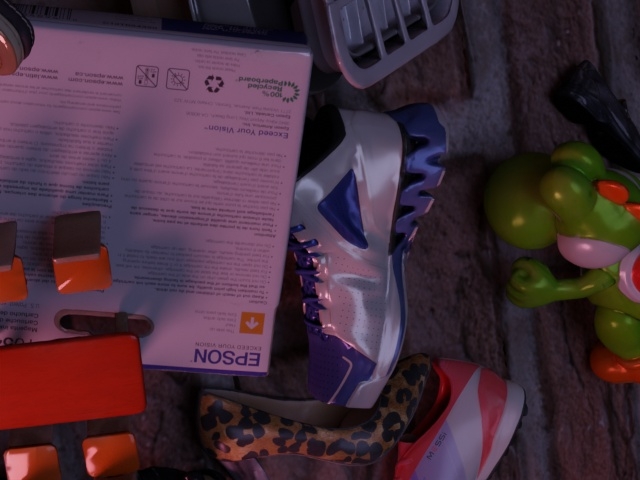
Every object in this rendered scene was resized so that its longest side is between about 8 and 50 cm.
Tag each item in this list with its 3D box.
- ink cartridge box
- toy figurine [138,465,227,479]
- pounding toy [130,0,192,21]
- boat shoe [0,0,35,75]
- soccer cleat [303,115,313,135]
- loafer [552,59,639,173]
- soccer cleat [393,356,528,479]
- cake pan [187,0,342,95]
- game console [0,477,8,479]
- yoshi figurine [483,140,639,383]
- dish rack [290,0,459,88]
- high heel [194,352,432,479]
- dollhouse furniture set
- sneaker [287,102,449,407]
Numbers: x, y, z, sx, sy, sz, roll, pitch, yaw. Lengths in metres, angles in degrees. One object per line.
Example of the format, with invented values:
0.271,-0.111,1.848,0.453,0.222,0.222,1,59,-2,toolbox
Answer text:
-0.188,-0.044,1.541,0.324,0.071,0.330,5,113,-8,ink cartridge box
-0.122,0.337,1.659,0.148,0.213,0.209,16,92,-51,toy figurine
-0.116,-0.261,1.612,0.141,0.100,0.130,-51,133,-66,pounding toy
-0.336,-0.245,1.406,0.092,0.285,0.103,-44,158,-29,boat shoe
-0.004,-0.097,1.754,0.179,0.060,0.072,-3,98,-30,soccer cleat
0.346,-0.142,1.979,0.170,0.062,0.061,43,69,-32,loafer
0.116,0.285,1.883,0.116,0.108,0.318,27,85,-11,soccer cleat
-0.036,-0.266,1.625,0.293,0.054,0.293,5,85,-63,cake pan
-0.364,0.396,1.593,0.213,0.044,0.361,11,95,-31,game console
0.306,0.007,1.942,0.203,0.203,0.362,-24,134,14,yoshi figurine
0.029,-0.331,1.611,0.285,0.072,0.332,-38,122,-54,dish rack
-0.005,0.161,1.775,0.261,0.093,0.186,-42,118,-16,high heel
-0.286,0.131,1.492,0.259,0.135,0.262,-7,113,-4,dollhouse furniture set
0.000,-0.001,1.695,0.182,0.127,0.315,10,97,-23,sneaker
